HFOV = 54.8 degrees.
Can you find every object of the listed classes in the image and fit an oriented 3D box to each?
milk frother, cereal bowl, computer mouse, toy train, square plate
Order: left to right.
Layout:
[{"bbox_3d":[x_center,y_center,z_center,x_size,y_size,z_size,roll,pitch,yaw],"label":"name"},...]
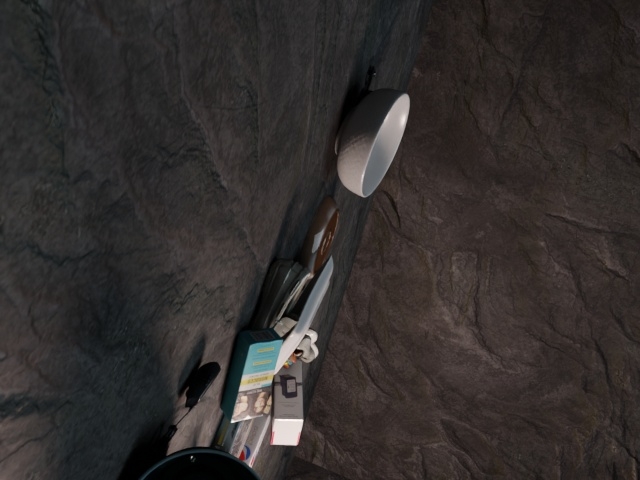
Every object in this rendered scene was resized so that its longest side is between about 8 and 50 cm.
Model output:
[{"bbox_3d":[-0.277,0.336,1.230,0.242,0.041,0.071,-56,180,-40],"label":"computer mouse"},{"bbox_3d":[-0.097,0.352,2.105,0.125,0.046,0.166,-31,120,-60],"label":"toy train"},{"bbox_3d":[-0.074,0.254,1.886,0.347,0.049,0.344,-56,-177,43],"label":"square plate"},{"bbox_3d":[0.143,-0.314,1.901,0.339,0.141,0.339,-56,163,-27],"label":"cereal bowl"},{"bbox_3d":[0.212,-0.485,2.025,0.129,0.134,0.143,-106,-157,-46],"label":"milk frother"}]

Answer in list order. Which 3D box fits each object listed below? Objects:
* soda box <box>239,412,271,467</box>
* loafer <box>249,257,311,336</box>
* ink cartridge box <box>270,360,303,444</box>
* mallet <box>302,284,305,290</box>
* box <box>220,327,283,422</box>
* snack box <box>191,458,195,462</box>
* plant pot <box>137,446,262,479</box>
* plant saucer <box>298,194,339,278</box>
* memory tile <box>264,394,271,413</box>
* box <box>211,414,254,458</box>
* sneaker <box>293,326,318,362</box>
[{"bbox_3d":[-0.235,0.665,2.021,0.074,0.069,0.216,86,25,-69],"label":"soda box"},{"bbox_3d":[-0.115,0.207,1.635,0.112,0.111,0.319,-30,139,-76],"label":"loafer"},{"bbox_3d":[-0.119,0.559,2.141,0.237,0.100,0.172,-94,-169,-46],"label":"ink cartridge box"},{"bbox_3d":[-0.097,0.182,1.940,0.062,0.039,0.190,101,16,-47],"label":"mallet"},{"bbox_3d":[-0.177,0.344,1.576,0.100,0.060,0.244,-2,118,-37],"label":"box"},{"bbox_3d":[-0.289,0.619,1.511,0.037,0.100,0.141,14,95,-81],"label":"snack box"},{"bbox_3d":[-0.238,0.520,1.181,0.255,0.271,0.272,142,-29,-75],"label":"plant pot"},{"bbox_3d":[0.000,0.000,2.079,0.310,0.050,0.311,20,90,-82],"label":"plant saucer"},{"bbox_3d":[-0.211,0.646,2.293,0.113,0.012,0.148,76,35,-73],"label":"memory tile"},{"bbox_3d":[-0.240,0.531,1.752,0.183,0.056,0.231,78,33,-74],"label":"box"},{"bbox_3d":[-0.074,0.421,2.416,0.108,0.100,0.271,-50,159,-24],"label":"sneaker"}]
